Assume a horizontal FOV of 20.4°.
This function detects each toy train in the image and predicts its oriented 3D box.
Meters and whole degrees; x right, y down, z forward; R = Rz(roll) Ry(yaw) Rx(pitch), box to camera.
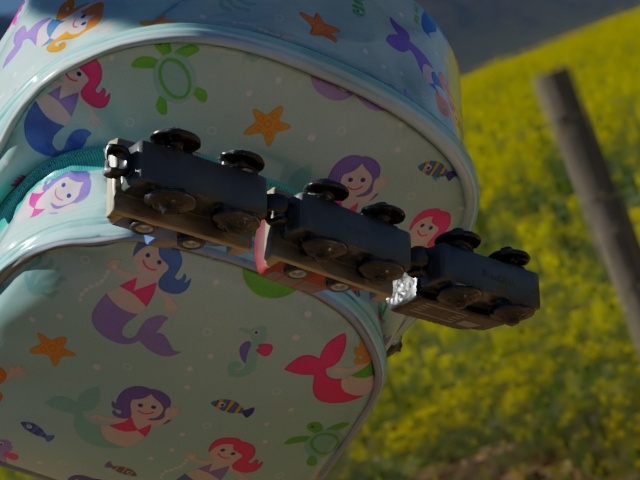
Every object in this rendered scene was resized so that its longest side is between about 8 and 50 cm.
[{"bbox_3d":[0.000,0.000,0.526,0.158,0.027,0.036,18,-30,-35],"label":"toy train"}]

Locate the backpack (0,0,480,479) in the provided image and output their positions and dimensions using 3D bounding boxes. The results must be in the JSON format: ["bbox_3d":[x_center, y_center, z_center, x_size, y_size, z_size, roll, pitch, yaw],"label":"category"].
[{"bbox_3d":[-0.056,-0.006,0.772,0.253,0.225,0.191,-55,23,31],"label":"backpack"}]
